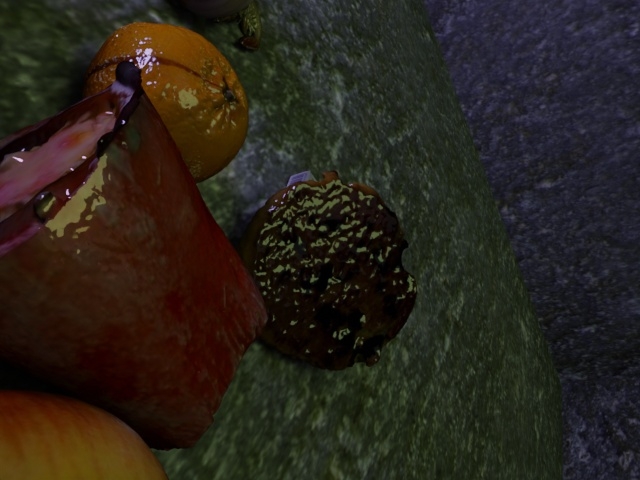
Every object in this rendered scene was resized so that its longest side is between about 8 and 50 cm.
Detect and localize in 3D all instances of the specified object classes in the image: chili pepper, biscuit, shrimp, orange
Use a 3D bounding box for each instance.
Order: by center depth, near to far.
[{"bbox_3d":[-0.164,0.032,0.476,0.305,0.229,0.251,55,0,-30],"label":"chili pepper"},{"bbox_3d":[-0.172,-0.156,0.614,0.193,0.161,0.193,36,44,-44],"label":"orange"},{"bbox_3d":[0.016,0.053,0.832,0.334,0.081,0.289,41,74,-31],"label":"biscuit"},{"bbox_3d":[-0.138,-0.363,0.891,0.162,0.045,0.095,-63,151,-55],"label":"shrimp"}]

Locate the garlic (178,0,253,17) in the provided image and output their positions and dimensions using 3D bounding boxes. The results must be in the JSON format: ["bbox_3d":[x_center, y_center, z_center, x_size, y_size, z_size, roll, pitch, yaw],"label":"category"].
[{"bbox_3d":[-0.155,-0.436,0.778,0.160,0.191,0.214,80,7,-46],"label":"garlic"}]

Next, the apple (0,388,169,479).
[{"bbox_3d":[-0.211,0.230,0.307,0.286,0.233,0.286,29,55,-51],"label":"apple"}]

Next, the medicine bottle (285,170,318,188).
[{"bbox_3d":[0.000,0.000,0.934,0.201,0.052,0.171,51,38,-34],"label":"medicine bottle"}]
